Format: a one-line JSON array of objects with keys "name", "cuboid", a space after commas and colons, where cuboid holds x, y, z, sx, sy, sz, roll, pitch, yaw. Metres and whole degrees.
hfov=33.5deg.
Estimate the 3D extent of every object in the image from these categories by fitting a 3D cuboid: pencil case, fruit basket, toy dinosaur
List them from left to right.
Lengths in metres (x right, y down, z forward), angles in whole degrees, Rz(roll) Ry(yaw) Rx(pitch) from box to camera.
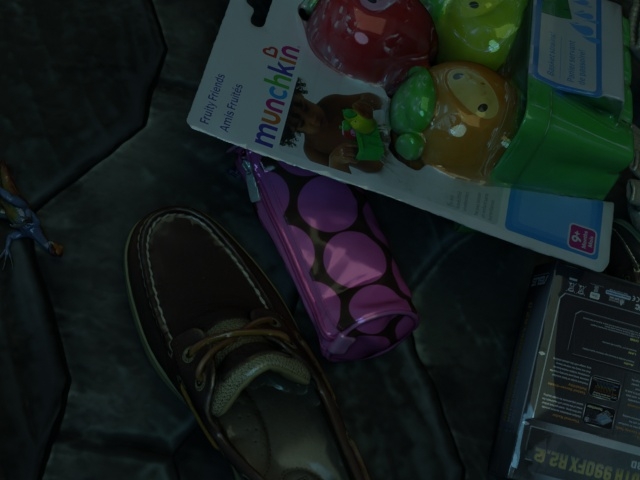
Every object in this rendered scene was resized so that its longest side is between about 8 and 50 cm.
[{"name": "toy dinosaur", "cuboid": [-0.241, -0.021, 0.875, 0.082, 0.047, 0.090, 33, 51, -17]}, {"name": "pencil case", "cuboid": [0.000, 0.000, 0.892, 0.098, 0.095, 0.209, -2, 59, -53]}, {"name": "fruit basket", "cuboid": [0.094, -0.158, 0.907, 0.353, 0.165, 0.327, 22, 49, -10]}]

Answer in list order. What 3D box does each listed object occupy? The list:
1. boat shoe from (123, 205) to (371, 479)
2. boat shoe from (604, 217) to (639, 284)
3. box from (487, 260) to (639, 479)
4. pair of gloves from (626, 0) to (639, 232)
[{"name": "boat shoe", "cuboid": [-0.048, 0.106, 0.813, 0.123, 0.123, 0.342, -20, 72, -20]}, {"name": "boat shoe", "cuboid": [0.282, 0.052, 0.952, 0.049, 0.056, 0.152, -15, 70, -24]}, {"name": "box", "cuboid": [0.273, 0.134, 0.886, 0.231, 0.056, 0.183, 15, 82, -6]}, {"name": "pair of gloves", "cuboid": [0.341, -0.091, 1.000, 0.204, 0.042, 0.240, 25, 63, -35]}]
